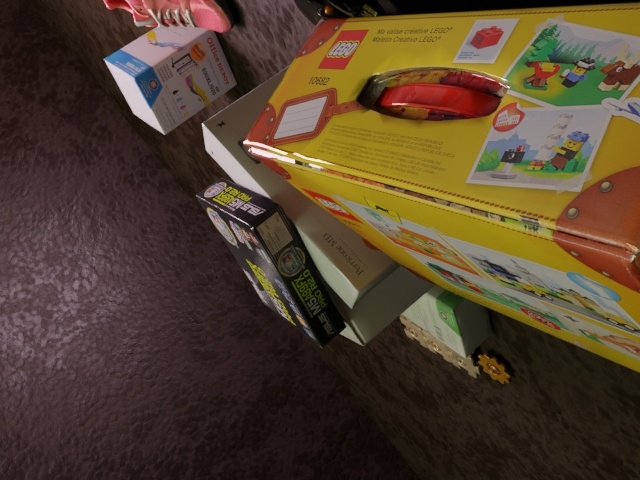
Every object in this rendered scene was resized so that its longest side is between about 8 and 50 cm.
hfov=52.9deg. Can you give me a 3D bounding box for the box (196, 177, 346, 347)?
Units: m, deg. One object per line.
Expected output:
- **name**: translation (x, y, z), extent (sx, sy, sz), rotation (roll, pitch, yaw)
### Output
- **box**: translation (-0.084, 0.036, 1.095), extent (0.216, 0.060, 0.270), rotation (27, 150, 53)

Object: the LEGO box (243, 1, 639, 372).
- **LEGO box**: translation (0.210, -0.047, 0.679), extent (0.372, 0.193, 0.500), rotation (35, 173, -37)

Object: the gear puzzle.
- **gear puzzle**: translation (0.311, 0.229, 1.508), extent (0.339, 0.044, 0.175), rotation (28, 150, 47)

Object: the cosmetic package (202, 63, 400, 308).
- **cosmetic package**: translation (0.033, -0.121, 1.067), extent (0.377, 0.284, 0.097), rotation (47, 163, 14)

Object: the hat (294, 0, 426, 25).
- **hat**: translation (0.060, -0.339, 0.807), extent (0.331, 0.134, 0.331), rotation (46, 179, 1)

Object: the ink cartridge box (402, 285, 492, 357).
- **ink cartridge box**: translation (0.245, 0.124, 1.359), extent (0.212, 0.093, 0.154), rotation (31, 153, 46)

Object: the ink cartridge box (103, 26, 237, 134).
- **ink cartridge box**: translation (-0.363, -0.412, 1.580), extent (0.168, 0.232, 0.171), rotation (34, 156, 40)

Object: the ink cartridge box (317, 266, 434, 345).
- **ink cartridge box**: translation (0.055, 0.019, 1.295), extent (0.166, 0.285, 0.395), rotation (58, 162, -21)

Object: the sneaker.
- **sneaker**: translation (-0.332, -0.500, 1.390), extent (0.314, 0.136, 0.116), rotation (26, 163, 14)
